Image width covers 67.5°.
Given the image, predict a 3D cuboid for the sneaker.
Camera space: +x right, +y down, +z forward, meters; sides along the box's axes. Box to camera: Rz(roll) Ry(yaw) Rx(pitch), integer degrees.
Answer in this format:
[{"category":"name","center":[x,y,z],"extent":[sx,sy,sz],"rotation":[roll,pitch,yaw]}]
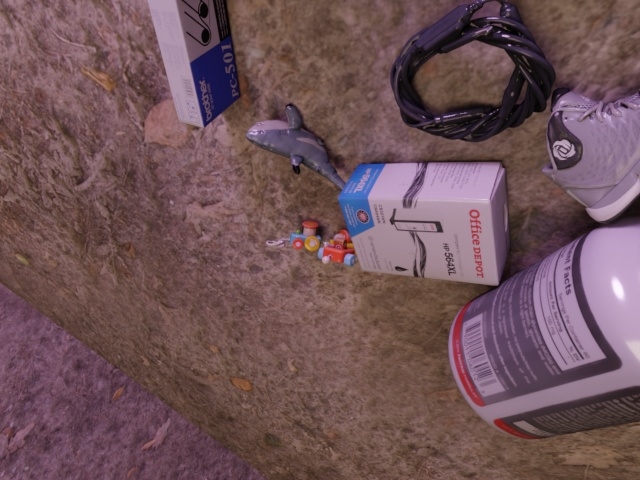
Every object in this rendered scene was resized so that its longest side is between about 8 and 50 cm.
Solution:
[{"category":"sneaker","center":[0.299,-0.134,0.463],"extent":[0.132,0.086,0.228],"rotation":[41,129,19]}]

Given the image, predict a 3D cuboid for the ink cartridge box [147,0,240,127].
[{"category":"ink cartridge box","center":[-0.159,-0.261,0.616],"extent":[0.046,0.097,0.207],"rotation":[17,138,18]}]

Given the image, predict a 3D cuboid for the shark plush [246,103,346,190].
[{"category":"shark plush","center":[-0.030,-0.118,0.699],"extent":[0.161,0.067,0.073],"rotation":[44,139,-13]}]

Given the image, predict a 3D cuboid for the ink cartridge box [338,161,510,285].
[{"category":"ink cartridge box","center":[0.147,-0.025,0.665],"extent":[0.203,0.085,0.148],"rotation":[4,133,31]}]

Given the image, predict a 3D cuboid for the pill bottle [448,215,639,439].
[{"category":"pill bottle","center":[0.336,0.101,0.559],"extent":[0.210,0.210,0.363],"rotation":[35,144,-3]}]

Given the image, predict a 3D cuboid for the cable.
[{"category":"cable","center":[0.161,-0.176,0.538],"extent":[0.151,0.047,0.185],"rotation":[39,150,-19]}]

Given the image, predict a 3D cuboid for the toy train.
[{"category":"toy train","center":[0.000,0.000,0.773],"extent":[0.166,0.125,0.046],"rotation":[14,100,34]}]
